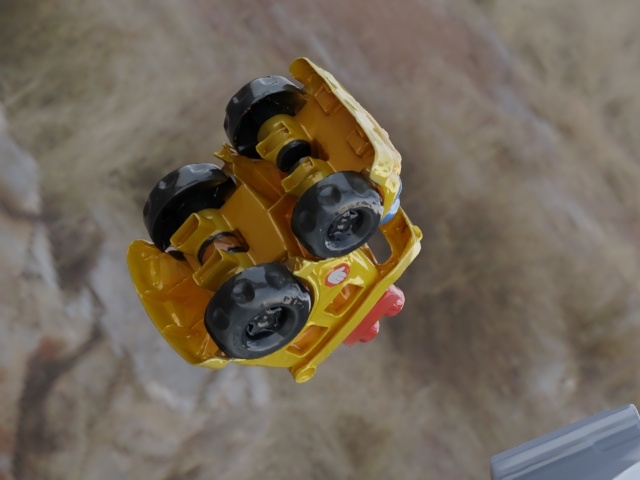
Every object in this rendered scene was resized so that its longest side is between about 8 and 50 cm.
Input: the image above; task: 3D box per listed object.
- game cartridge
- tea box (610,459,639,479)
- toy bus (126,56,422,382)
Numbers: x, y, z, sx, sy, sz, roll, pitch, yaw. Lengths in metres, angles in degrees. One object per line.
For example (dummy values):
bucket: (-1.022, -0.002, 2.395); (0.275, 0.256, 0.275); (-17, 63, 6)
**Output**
game cartridge: (0.307, 0.343, 2.066); (0.062, 0.198, 0.297); (-109, 174, -73)
tea box: (0.276, 0.337, 1.636); (0.220, 0.329, 0.323); (53, 34, 14)
toy bus: (0.000, 0.000, 1.417); (0.211, 0.220, 0.149); (22, 25, -46)
